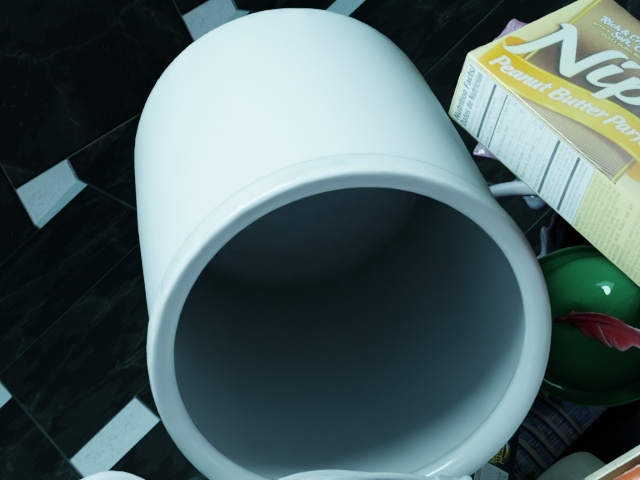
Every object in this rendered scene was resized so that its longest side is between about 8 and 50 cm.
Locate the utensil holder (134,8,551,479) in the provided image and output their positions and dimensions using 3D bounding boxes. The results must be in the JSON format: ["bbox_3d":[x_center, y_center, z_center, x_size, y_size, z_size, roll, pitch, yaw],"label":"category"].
[{"bbox_3d":[0.000,0.000,1.539,0.327,0.327,0.385,-36,28,11],"label":"utensil holder"}]

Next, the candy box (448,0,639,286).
[{"bbox_3d":[0.291,-0.079,1.567,0.183,0.316,0.087,-28,-31,-33],"label":"candy box"}]

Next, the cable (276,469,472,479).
[{"bbox_3d":[0.045,0.265,1.318,0.257,0.257,0.089,-100,22,-66],"label":"cable"}]

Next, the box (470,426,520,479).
[{"bbox_3d":[0.094,0.206,1.587,0.220,0.051,0.175,-37,30,46],"label":"box"}]

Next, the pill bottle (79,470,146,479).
[{"bbox_3d":[-0.319,0.406,1.785,0.392,0.224,0.224,-29,24,28],"label":"pill bottle"}]

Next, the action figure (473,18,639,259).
[{"bbox_3d":[0.306,-0.120,1.756,0.370,0.248,0.275,7,64,53],"label":"action figure"}]

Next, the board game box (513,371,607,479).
[{"bbox_3d":[0.198,0.135,1.681,0.194,0.060,0.194,-45,22,-9],"label":"board game box"}]

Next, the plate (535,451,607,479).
[{"bbox_3d":[0.170,0.299,1.430,0.278,0.045,0.277,-43,22,-5],"label":"plate"}]

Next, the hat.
[{"bbox_3d":[0.250,0.036,1.548,0.208,0.183,0.173,31,67,28],"label":"hat"}]

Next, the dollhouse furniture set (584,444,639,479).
[{"bbox_3d":[0.265,0.267,1.176,0.262,0.135,0.259,-34,28,14],"label":"dollhouse furniture set"}]
